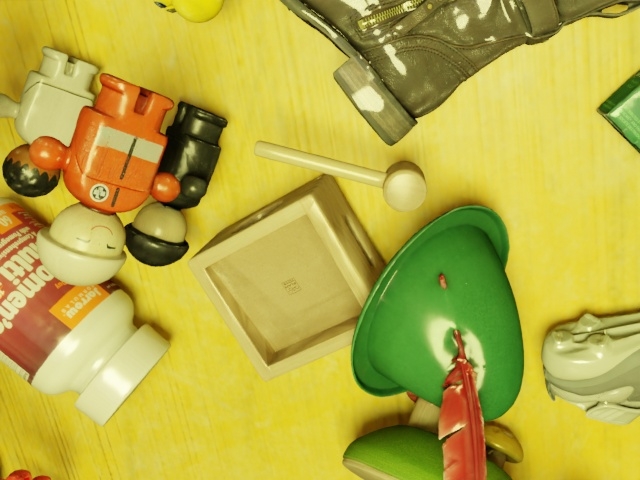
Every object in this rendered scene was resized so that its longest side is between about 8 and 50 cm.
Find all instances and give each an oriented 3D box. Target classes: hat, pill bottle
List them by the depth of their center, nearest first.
[{"bbox_3d":[0.138,0.104,0.454,0.183,0.173,0.208,38,113,43],"label":"hat"},{"bbox_3d":[-0.262,0.071,0.598,0.221,0.121,0.121,40,112,-3],"label":"pill bottle"}]

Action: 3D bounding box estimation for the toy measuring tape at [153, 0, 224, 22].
[{"bbox_3d":[-0.150,-0.318,0.452,0.121,0.121,0.330,-16,96,17],"label":"toy measuring tape"}]

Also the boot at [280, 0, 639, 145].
[{"bbox_3d":[0.081,-0.222,0.453,0.229,0.091,0.263,-35,102,15],"label":"boot"}]

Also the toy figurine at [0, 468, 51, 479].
[{"bbox_3d":[-0.369,0.159,0.654,0.191,0.217,0.362,2,154,-3],"label":"toy figurine"}]

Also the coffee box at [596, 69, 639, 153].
[{"bbox_3d":[0.317,-0.121,0.449,0.113,0.040,0.184,43,112,-5],"label":"coffee box"}]

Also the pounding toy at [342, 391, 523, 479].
[{"bbox_3d":[0.141,0.200,0.555,0.237,0.110,0.183,4,148,47],"label":"pounding toy"}]

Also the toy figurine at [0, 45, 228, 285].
[{"bbox_3d":[-0.198,-0.066,0.488,0.209,0.213,0.148,23,98,3],"label":"toy figurine"}]

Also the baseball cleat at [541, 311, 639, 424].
[{"bbox_3d":[0.296,0.101,0.525,0.205,0.072,0.109,-7,123,17],"label":"baseball cleat"}]

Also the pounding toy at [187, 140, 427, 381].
[{"bbox_3d":[0.000,-0.010,0.527,0.206,0.094,0.181,-27,102,19],"label":"pounding toy"}]
